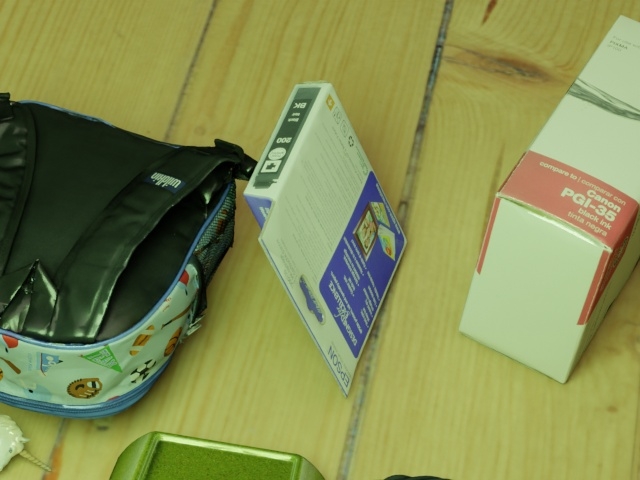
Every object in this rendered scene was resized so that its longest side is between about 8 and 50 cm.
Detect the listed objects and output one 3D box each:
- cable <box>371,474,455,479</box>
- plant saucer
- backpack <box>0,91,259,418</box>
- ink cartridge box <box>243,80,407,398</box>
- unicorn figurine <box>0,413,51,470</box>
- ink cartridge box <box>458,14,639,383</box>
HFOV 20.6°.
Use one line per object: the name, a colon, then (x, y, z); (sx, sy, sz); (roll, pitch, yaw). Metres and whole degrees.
cable: (0.093, 0.256, 1.471); (0.150, 0.047, 0.184); (-31, 58, -29)
plant saucer: (-0.087, 0.213, 1.436); (0.188, 0.045, 0.188); (9, 21, 2)
backpack: (-0.220, 0.026, 1.533); (0.277, 0.213, 0.263); (13, 41, 13)
ink cartridge box: (0.000, 0.000, 1.585); (0.045, 0.206, 0.208); (-5, 41, 27)
unicorn figurine: (-0.326, 0.171, 1.492); (0.162, 0.060, 0.111); (32, 54, 20)
ink cartridge box: (0.254, -0.042, 1.639); (0.117, 0.207, 0.283); (27, 52, 15)
